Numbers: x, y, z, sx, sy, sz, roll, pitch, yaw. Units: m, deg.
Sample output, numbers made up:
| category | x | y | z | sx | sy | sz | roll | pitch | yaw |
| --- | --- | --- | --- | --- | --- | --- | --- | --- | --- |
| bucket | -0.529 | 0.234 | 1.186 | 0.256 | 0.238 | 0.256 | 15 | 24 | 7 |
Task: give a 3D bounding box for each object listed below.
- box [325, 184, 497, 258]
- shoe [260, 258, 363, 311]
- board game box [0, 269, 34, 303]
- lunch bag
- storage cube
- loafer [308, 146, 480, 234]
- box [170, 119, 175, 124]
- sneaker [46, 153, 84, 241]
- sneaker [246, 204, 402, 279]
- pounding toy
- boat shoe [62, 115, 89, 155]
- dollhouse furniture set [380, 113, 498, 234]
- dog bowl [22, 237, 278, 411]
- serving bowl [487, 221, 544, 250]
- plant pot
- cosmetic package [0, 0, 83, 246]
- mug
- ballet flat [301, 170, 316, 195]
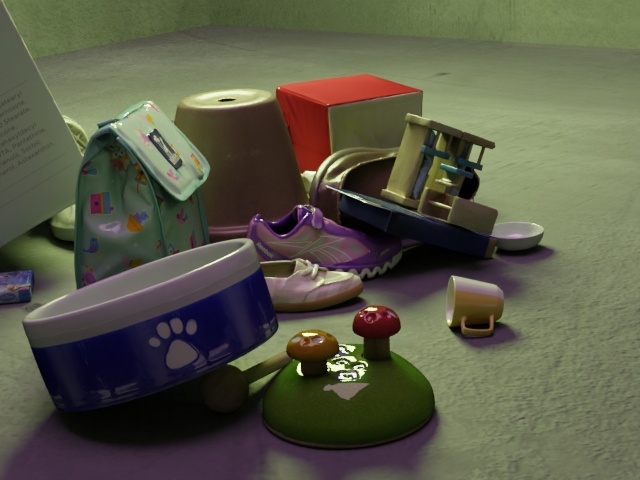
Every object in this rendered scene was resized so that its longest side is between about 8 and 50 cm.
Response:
| category | x | y | z | sx | sy | sz | roll | pitch | yaw |
| --- | --- | --- | --- | --- | --- | --- | --- | --- | --- |
| box | 0.122 | -0.027 | 1.837 | 0.225 | 0.036 | 0.136 | 16 | 6 | -30 |
| shoe | -0.053 | 0.056 | 1.698 | 0.219 | 0.058 | 0.076 | -4 | 17 | -1 |
| board game box | -0.449 | 0.067 | 1.816 | 0.090 | 0.020 | 0.090 | -7 | 17 | -7 |
| lunch bag | -0.241 | -0.048 | 1.737 | 0.160 | 0.262 | 0.223 | -1 | 16 | 9 |
| storage cube | 0.050 | -0.172 | 2.220 | 0.215 | 0.183 | 0.193 | -11 | 20 | -26 |
| loafer | 0.121 | -0.083 | 1.990 | 0.130 | 0.133 | 0.366 | 10 | 21 | 38 |
| box | -0.245 | -0.150 | 2.339 | 0.207 | 0.108 | 0.153 | 3 | 19 | 19 |
| sneaker | -0.400 | -0.076 | 2.106 | 0.106 | 0.123 | 0.290 | -12 | 20 | -30 |
| sneaker | 0.000 | 0.000 | 1.795 | 0.236 | 0.104 | 0.095 | -5 | 14 | -13 |
| pounding toy | 0.004 | 0.126 | 1.369 | 0.237 | 0.110 | 0.183 | 8 | 20 | 33 |
| boat shoe | -0.665 | -0.146 | 2.313 | 0.500 | 0.186 | 0.156 | -8 | 11 | -30 |
| dollhouse furniture set | 0.202 | -0.090 | 1.848 | 0.129 | 0.129 | 0.184 | 15 | 5 | -31 |
| dog bowl | -0.183 | 0.089 | 1.417 | 0.265 | 0.104 | 0.265 | -18 | 7 | 2 |
| serving bowl | 0.281 | -0.003 | 1.874 | 0.083 | 0.027 | 0.083 | -3 | 17 | 1 |
| plant pot | -0.134 | -0.103 | 1.954 | 0.263 | 0.229 | 0.263 | -4 | 18 | 1 |
| cosmetic package | -0.596 | -0.190 | 1.922 | 0.327 | 0.393 | 0.329 | -33 | 28 | -18 |
| mug | 0.190 | 0.084 | 1.585 | 0.064 | 0.078 | 0.062 | 4 | -16 | -4 |
| ballet flat | -0.026 | -0.084 | 2.099 | 0.231 | 0.077 | 0.077 | 13 | 55 | 40 |
